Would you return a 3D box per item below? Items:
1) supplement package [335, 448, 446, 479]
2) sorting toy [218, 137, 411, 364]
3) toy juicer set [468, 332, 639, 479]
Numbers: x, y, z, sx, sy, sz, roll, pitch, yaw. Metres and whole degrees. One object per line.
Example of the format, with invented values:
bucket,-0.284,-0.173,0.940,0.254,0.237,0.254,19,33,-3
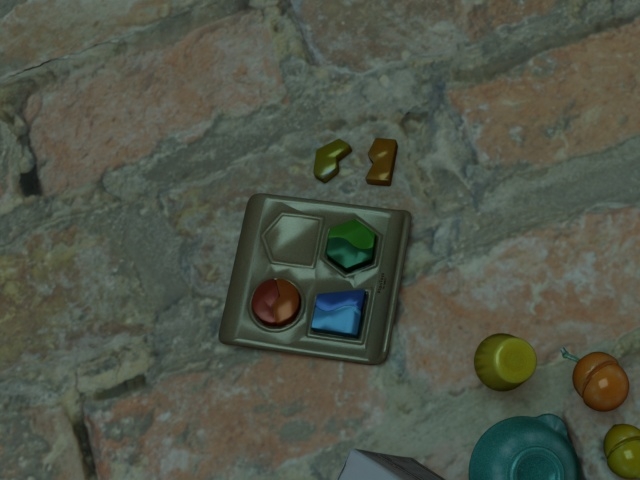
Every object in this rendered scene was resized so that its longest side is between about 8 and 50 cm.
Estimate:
supplement package,0.084,0.394,1.489,0.204,0.145,0.262,28,94,34
sorting toy,0.000,0.000,1.777,0.229,0.041,0.307,6,70,15
toy juicer set,0.277,0.277,1.595,0.209,0.089,0.329,6,82,-7
